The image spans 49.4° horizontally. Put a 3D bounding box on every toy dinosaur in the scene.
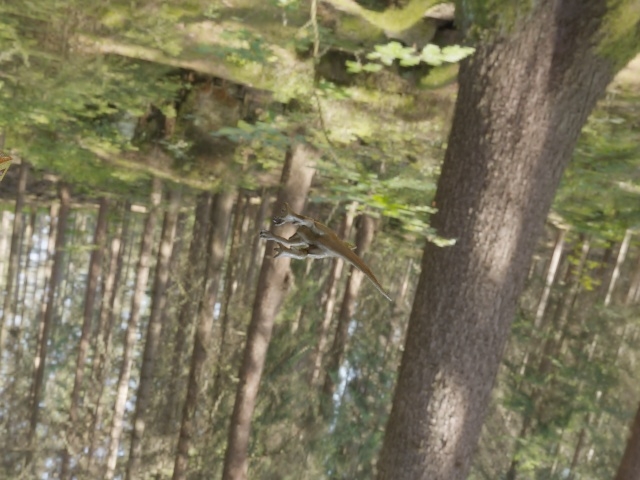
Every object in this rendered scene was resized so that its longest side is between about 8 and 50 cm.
[{"bbox_3d":[0.000,0.000,0.690,0.093,0.053,0.183,13,-171,-31],"label":"toy dinosaur"}]

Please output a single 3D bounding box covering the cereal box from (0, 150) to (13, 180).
[{"bbox_3d":[-0.563,-0.147,0.931,0.240,0.047,0.173,35,-163,-7],"label":"cereal box"}]
